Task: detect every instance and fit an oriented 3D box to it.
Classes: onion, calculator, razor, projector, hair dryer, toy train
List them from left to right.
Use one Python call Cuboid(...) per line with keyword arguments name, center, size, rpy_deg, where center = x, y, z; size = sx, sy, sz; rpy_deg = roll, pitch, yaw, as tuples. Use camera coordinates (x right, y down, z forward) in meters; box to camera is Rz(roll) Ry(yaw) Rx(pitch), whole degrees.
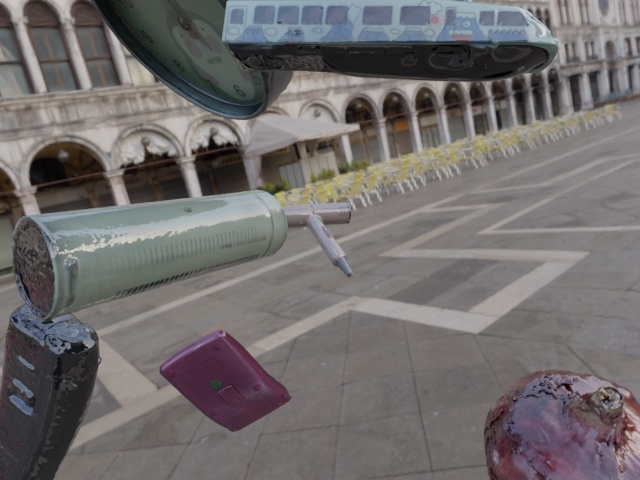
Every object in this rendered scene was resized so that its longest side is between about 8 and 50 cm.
Cuboid(name="razor", center=(-0.500, 0.277, 0.835), size=(0.189, 0.327, 0.107), rpy_deg=(29, 14, 21))
Cuboid(name="projector", center=(-0.185, 0.002, 0.590), size=(0.108, 0.108, 0.337), rpy_deg=(-7, 5, 37))
Cuboid(name="calculator", center=(-0.146, 0.226, 0.727), size=(0.126, 0.191, 0.034), rpy_deg=(-32, 30, 9))
Cuboid(name="hair dryer", center=(-0.011, 0.003, 0.998), size=(0.195, 0.054, 0.220), rpy_deg=(-4, 46, -14))
Cuboid(name="toy train", center=(0.042, -0.130, 0.303), size=(0.207, 0.047, 0.043), rpy_deg=(5, -4, 9))
Cuboid(name="onion", center=(0.340, 0.271, 0.596), size=(0.251, 0.219, 0.252), rpy_deg=(2, 37, -1))

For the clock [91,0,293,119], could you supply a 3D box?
Cuboid(name="clock", center=(-0.184, -0.298, 0.637), size=(0.318, 0.319, 0.066), rpy_deg=(2, 53, 58))
